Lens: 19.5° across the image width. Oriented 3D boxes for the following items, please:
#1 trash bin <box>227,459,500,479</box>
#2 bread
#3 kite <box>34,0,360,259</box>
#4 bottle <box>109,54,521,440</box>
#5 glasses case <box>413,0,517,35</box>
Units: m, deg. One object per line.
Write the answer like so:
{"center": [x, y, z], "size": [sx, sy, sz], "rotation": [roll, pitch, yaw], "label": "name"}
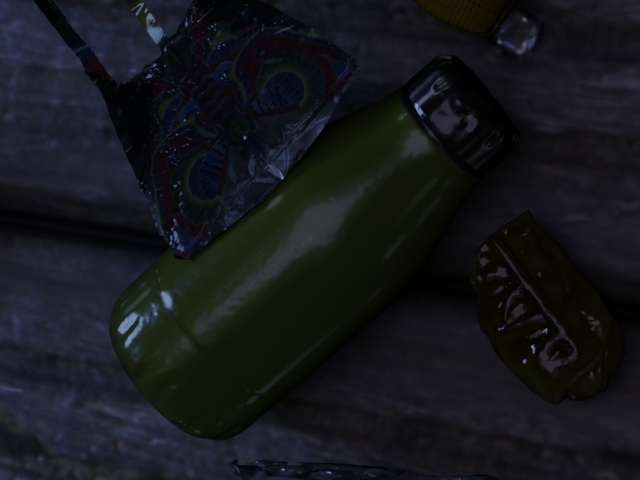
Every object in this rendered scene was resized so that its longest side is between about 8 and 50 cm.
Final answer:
{"center": [-0.046, 0.272, 0.948], "size": [0.256, 0.367, 0.296], "rotation": [3, 90, 28], "label": "trash bin"}
{"center": [0.126, 0.044, 1.064], "size": [0.066, 0.060, 0.110], "rotation": [-33, 77, -14], "label": "bread"}
{"center": [-0.098, -0.120, 1.122], "size": [0.152, 0.015, 0.285], "rotation": [-47, 51, 8], "label": "kite"}
{"center": [0.000, 0.000, 1.083], "size": [0.260, 0.112, 0.112], "rotation": [-41, 75, 15], "label": "bottle"}
{"center": [0.124, -0.230, 1.067], "size": [0.079, 0.064, 0.234], "rotation": [34, 100, 15], "label": "glasses case"}
